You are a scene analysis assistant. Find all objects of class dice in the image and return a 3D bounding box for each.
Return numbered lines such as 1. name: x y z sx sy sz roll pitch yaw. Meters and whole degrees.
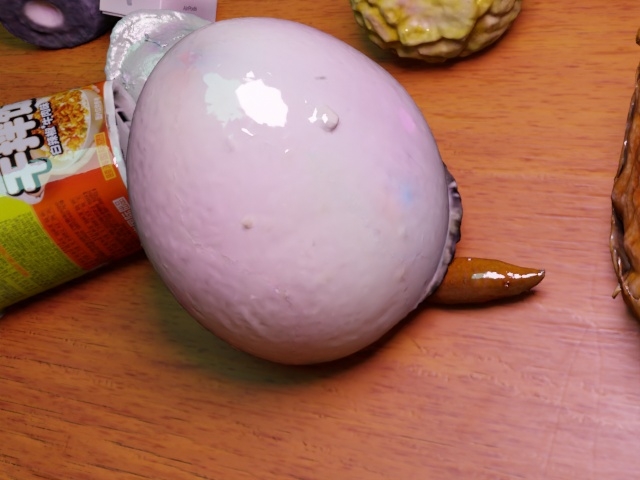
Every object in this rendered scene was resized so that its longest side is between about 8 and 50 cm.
1. dice: -0.446 -0.446 1.415 0.182 0.181 0.183 -3 61 19

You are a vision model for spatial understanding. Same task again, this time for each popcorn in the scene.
1. popcorn: 0.157 -0.358 1.088 0.259 0.259 0.212 -11 32 17

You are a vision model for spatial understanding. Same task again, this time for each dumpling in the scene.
1. dumpling: -0.226 -0.260 1.240 0.216 0.149 0.105 -46 52 -11

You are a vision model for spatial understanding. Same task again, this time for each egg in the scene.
1. egg: -0.059 -0.079 0.915 0.355 0.340 0.354 -15 54 21

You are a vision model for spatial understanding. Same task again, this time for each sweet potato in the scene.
1. sweet potato: 0.130 0.049 0.983 0.265 0.057 0.057 -5 61 27

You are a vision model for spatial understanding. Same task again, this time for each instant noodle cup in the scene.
1. instant noodle cup: -0.379 -0.066 1.144 0.308 0.294 0.293 -19 57 4

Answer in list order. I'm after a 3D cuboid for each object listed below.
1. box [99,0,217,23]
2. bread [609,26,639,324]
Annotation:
1. box: -0.255 -0.374 1.329 0.129 0.130 0.051 18 111 30
2. bread: 0.399 -0.055 0.786 0.204 0.337 0.358 5 64 -1
